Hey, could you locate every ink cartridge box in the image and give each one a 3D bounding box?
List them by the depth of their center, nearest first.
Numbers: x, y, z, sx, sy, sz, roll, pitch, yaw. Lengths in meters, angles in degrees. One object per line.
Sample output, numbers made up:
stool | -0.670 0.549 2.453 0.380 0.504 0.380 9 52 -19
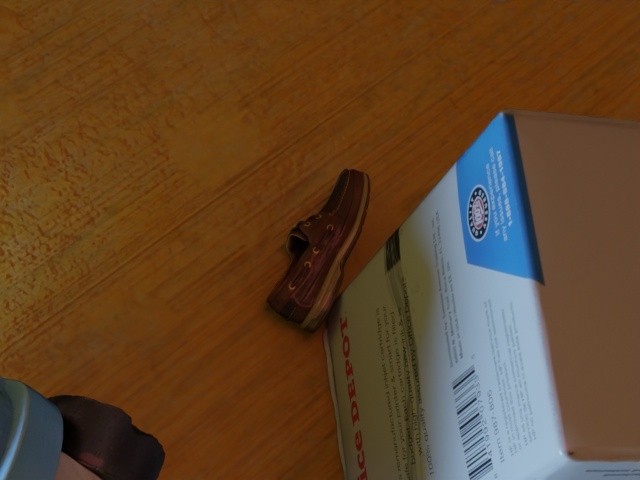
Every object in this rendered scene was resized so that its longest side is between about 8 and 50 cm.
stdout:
ink cartridge box | 0.157 0.111 1.396 0.166 0.395 0.285 3 64 -21

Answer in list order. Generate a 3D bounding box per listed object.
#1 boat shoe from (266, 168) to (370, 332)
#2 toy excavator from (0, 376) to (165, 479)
boat shoe | 0.000 0.000 1.585 0.060 0.064 0.178 26 61 -9
toy excavator | -0.409 0.152 1.248 0.445 0.433 0.222 43 54 -29
